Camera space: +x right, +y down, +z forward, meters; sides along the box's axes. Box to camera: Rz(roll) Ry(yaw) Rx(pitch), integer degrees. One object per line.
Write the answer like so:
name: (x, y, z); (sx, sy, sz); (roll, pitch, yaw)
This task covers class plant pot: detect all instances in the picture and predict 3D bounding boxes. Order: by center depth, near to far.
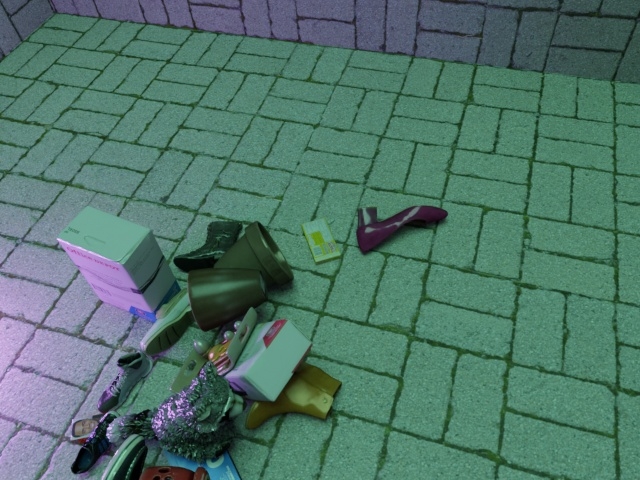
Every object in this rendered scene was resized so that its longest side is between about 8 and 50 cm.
plant pot: (-0.387, 0.706, 1.443); (0.174, 0.191, 0.191); (-3, 52, -3)
plant pot: (-0.304, 0.177, 1.821); (0.231, 0.215, 0.215); (-14, 52, 2)
plant pot: (-0.259, 0.094, 1.986); (0.229, 0.263, 0.263); (-33, 55, 1)

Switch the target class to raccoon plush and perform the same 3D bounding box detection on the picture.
raccoon plush: (-0.427, 0.505, 1.521); (0.447, 0.299, 0.216); (-16, 53, -6)

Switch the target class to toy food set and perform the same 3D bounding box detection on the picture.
toy food set: (-0.346, 0.354, 1.733); (0.092, 0.306, 0.219); (45, 32, -14)

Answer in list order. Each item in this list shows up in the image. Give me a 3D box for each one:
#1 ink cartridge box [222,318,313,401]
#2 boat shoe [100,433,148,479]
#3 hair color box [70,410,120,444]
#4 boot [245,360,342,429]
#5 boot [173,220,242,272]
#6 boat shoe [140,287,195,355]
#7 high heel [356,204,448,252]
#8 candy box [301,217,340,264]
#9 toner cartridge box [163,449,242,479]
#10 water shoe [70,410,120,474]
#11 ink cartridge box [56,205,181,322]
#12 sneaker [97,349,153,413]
ink cartridge box: (-0.195, 0.379, 1.695); (0.131, 0.306, 0.226); (45, 59, -13)
boat shoe: (-0.540, 0.785, 1.442); (0.156, 0.187, 0.499); (11, 73, 2)
hair color box: (-0.723, 0.602, 1.727); (0.141, 0.043, 0.071); (-11, 53, -4)
boot: (-0.078, 0.519, 1.703); (0.211, 0.104, 0.295); (25, 54, 23)
boot: (-0.447, 0.015, 2.153); (0.263, 0.091, 0.228); (-3, 46, -3)
boat shoe: (-0.536, 0.286, 1.927); (0.103, 0.113, 0.302); (26, 48, 24)
high heel: (0.328, -0.044, 2.140); (0.378, 0.127, 0.181); (-2, 80, -2)
candy box: (0.000, 0.000, 2.153); (0.105, 0.027, 0.205); (-14, 52, -10)
toner cartridge box: (-0.359, 0.673, 1.623); (0.165, 0.075, 0.348); (-29, 56, -15)
water shoe: (-0.685, 0.626, 1.649); (0.073, 0.080, 0.203); (28, 80, 2)
ink cartridge box: (-0.698, 0.093, 1.902); (0.286, 0.394, 0.166); (18, 56, 17)
sneaker: (-0.669, 0.455, 1.782); (0.086, 0.132, 0.228); (25, 58, 22)
